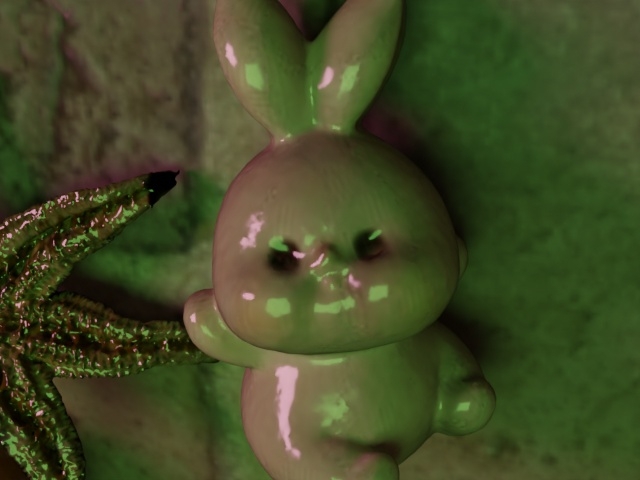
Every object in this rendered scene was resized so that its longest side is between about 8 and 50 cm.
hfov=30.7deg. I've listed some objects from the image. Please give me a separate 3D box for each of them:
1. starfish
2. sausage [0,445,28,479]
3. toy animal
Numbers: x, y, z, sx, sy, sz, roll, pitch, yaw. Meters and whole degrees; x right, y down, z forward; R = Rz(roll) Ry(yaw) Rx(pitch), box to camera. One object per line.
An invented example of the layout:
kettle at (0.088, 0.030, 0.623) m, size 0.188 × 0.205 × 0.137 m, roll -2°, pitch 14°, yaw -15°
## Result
starfish at (-0.160, 0.039, 0.546) m, size 0.238 × 0.057 × 0.213 m, roll -26°, pitch 96°, yaw 4°
sausage at (-0.174, 0.175, 0.633) m, size 0.089 × 0.089 × 0.179 m, roll 13°, pitch 124°, yaw 9°
toy animal at (0.001, 0.001, 0.462) m, size 0.124 × 0.124 × 0.212 m, roll -1°, pitch 121°, yaw 17°
